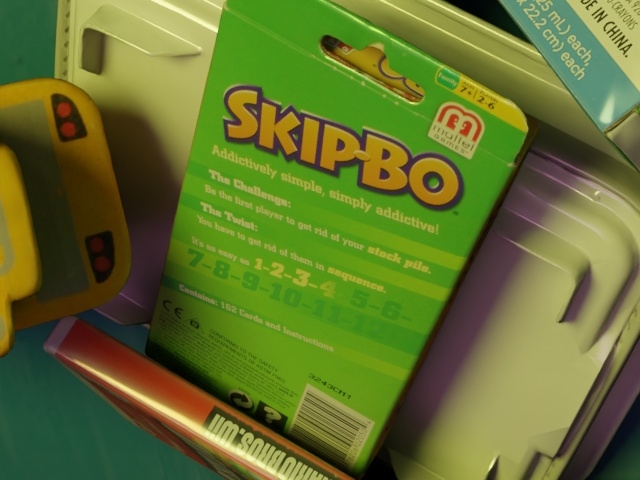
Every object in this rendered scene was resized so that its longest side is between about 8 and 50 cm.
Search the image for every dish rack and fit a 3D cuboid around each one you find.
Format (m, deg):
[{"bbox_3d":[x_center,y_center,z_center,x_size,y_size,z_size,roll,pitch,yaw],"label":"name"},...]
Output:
[{"bbox_3d":[0.000,0.000,0.693,0.333,0.072,0.285,28,139,12],"label":"dish rack"}]

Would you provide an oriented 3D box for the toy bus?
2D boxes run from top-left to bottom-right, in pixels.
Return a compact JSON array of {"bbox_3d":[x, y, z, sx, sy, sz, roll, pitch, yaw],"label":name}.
[{"bbox_3d":[-0.185,-0.010,0.688,0.333,0.130,0.108,2,106,65],"label":"toy bus"}]

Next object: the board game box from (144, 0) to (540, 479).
[{"bbox_3d":[0.000,0.000,0.609,0.124,0.039,0.259,30,143,8],"label":"board game box"}]

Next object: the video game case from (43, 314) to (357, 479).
[{"bbox_3d":[0.003,0.137,0.743,0.285,0.204,0.025,29,77,13],"label":"video game case"}]

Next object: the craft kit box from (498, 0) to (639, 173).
[{"bbox_3d":[0.135,-0.193,0.503,0.247,0.061,0.250,-39,61,15],"label":"craft kit box"}]
